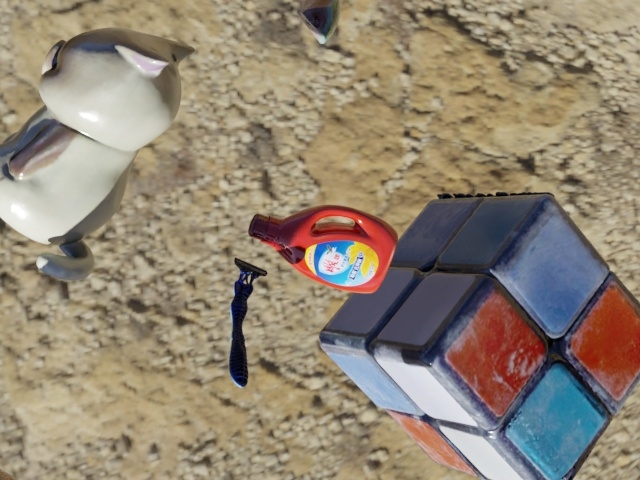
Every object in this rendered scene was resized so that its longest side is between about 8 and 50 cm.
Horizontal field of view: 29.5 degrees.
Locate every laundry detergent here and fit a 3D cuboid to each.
[{"bbox_3d":[0.000,0.000,1.385,0.165,0.049,0.097,18,107,-14],"label":"laundry detergent"}]

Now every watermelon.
[{"bbox_3d":[-0.001,-0.382,2.076,0.072,0.084,0.092,25,130,13],"label":"watermelon"}]

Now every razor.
[{"bbox_3d":[-0.086,0.095,1.340,0.028,0.044,0.154,-34,44,44],"label":"razor"}]

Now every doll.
[{"bbox_3d":[-0.353,-0.153,1.778,0.226,0.215,0.370,30,103,5],"label":"doll"}]

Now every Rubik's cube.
[{"bbox_3d":[0.248,0.144,1.775,0.313,0.318,0.316,47,161,-21],"label":"Rubik's cube"}]

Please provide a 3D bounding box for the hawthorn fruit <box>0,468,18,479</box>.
[{"bbox_3d":[-0.470,0.375,1.618,0.199,0.199,0.251,51,138,16],"label":"hawthorn fruit"}]
